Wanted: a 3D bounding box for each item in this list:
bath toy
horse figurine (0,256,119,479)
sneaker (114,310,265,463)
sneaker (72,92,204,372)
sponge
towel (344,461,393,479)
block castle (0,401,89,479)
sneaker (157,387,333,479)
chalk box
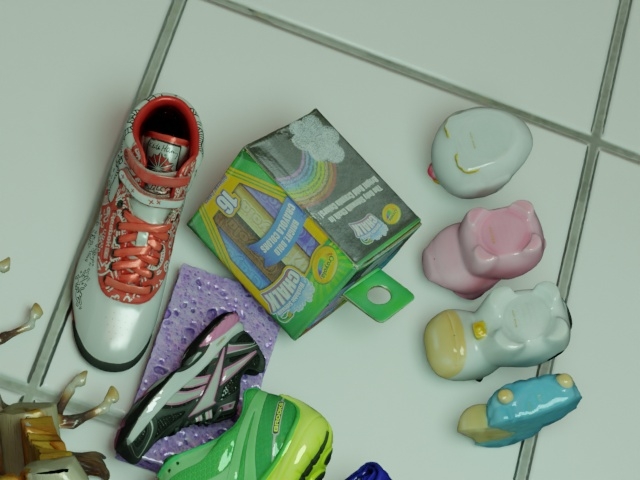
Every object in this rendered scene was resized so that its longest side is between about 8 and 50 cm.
[{"bbox_3d":[0.174,0.032,1.602,0.151,0.129,0.348,-7,68,3],"label":"bath toy"},{"bbox_3d":[-0.309,0.140,1.457,0.174,0.066,0.263,-35,80,-27],"label":"horse figurine"},{"bbox_3d":[-0.117,0.151,1.469,0.077,0.072,0.178,46,69,-6],"label":"sneaker"},{"bbox_3d":[-0.181,-0.015,1.512,0.090,0.145,0.270,16,65,-8],"label":"sneaker"},{"bbox_3d":[-0.116,0.136,1.529,0.117,0.031,0.210,20,64,-6],"label":"sponge"},{"bbox_3d":[0.064,0.385,1.403,0.228,0.076,0.308,-39,98,-26],"label":"towel"},{"bbox_3d":[-0.398,0.284,1.233,0.453,0.303,0.213,-8,98,-16],"label":"block castle"},{"bbox_3d":[-0.110,0.265,1.430,0.123,0.109,0.295,34,77,25],"label":"sneaker"},{"bbox_3d":[0.000,0.000,1.545,0.213,0.132,0.132,48,41,8],"label":"chalk box"}]
